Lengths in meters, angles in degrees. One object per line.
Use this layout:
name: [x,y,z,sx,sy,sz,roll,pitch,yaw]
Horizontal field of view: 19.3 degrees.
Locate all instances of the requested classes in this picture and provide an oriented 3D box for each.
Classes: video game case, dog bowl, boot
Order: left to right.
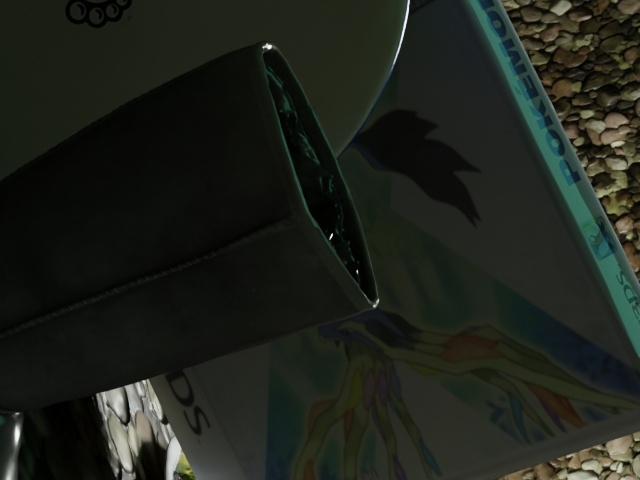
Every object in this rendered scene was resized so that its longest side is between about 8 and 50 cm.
boot: [-0.077,0.046,0.689,0.076,0.208,0.189,-77,148,-76]
dog bowl: [-0.090,-0.132,0.835,0.104,0.265,0.265,-86,157,-65]
video game case: [0.000,0.000,1.000,0.036,0.329,0.300,-25,89,-47]

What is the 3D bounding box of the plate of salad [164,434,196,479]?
plate of salad: [-0.051,0.212,1.158,0.200,0.048,0.200,-19,90,-83]
